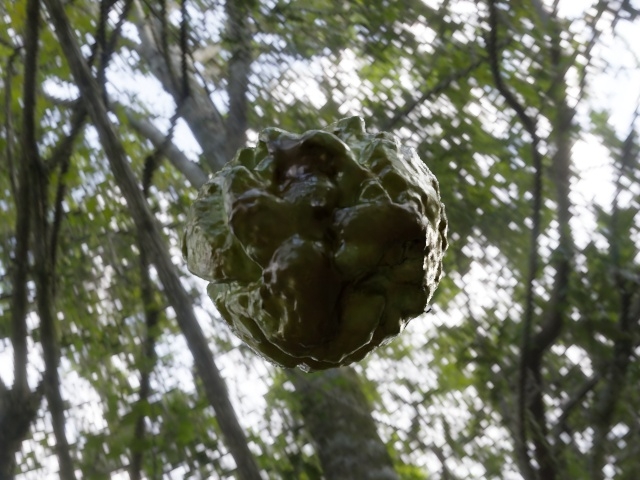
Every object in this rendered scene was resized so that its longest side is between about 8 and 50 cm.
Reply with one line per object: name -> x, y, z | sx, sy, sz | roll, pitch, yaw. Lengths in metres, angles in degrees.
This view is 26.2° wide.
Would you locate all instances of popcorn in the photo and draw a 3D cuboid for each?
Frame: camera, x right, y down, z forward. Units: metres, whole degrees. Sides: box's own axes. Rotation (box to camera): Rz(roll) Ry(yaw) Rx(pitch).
popcorn -> 0.004, -0.003, 1.435 | 0.282, 0.247, 0.282 | 3, -107, -10
